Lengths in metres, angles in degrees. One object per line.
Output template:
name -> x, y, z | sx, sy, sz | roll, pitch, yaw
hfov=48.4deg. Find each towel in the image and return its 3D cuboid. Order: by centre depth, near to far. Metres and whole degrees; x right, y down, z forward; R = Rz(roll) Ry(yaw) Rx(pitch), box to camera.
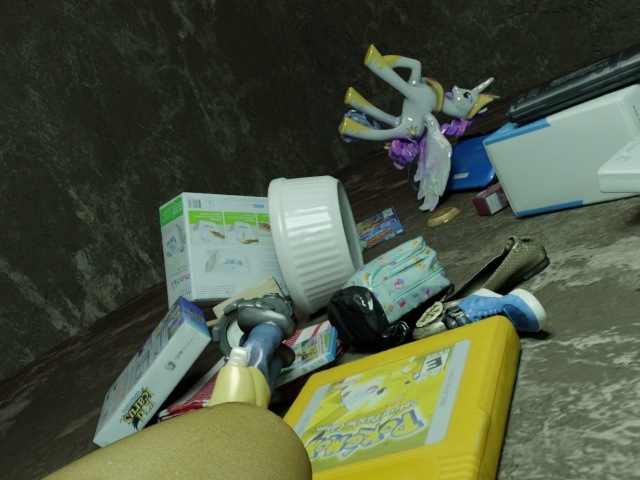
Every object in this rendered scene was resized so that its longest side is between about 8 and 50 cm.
towel -> -0.098, 0.208, 1.180 | 0.329, 0.037, 0.237 | -22, 10, 33

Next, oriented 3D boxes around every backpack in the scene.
backpack -> 0.110, 0.076, 1.066 | 0.182, 0.115, 0.152 | -29, 7, -26

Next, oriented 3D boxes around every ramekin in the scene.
ramekin -> 0.000, 0.000, 1.369 | 0.127, 0.272, 0.273 | -13, 12, 9

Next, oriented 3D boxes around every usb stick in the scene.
usb stick -> 0.427, -0.251, 1.131 | 0.278, 0.045, 0.077 | -18, 23, 43

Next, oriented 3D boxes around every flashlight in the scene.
flashlight -> -0.093, 0.131, 1.144 | 0.103, 0.103, 0.304 | -64, -5, 3

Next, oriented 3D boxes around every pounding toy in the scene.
pounding toy -> -0.144, 0.163, 1.405 | 0.181, 0.094, 0.206 | -30, -9, -4

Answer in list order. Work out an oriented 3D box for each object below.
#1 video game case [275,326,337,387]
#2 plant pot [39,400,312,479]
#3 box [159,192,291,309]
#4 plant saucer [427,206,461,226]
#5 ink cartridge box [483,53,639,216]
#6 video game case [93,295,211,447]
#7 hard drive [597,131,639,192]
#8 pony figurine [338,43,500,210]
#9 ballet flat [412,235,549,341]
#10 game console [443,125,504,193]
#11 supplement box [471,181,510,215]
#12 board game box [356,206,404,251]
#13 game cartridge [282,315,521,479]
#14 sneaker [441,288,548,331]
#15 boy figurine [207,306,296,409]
video game case -> -0.053, 0.181, 1.022 | 0.166, 0.015, 0.119 | -27, 7, 8
plant pot -> -0.102, 0.230, 0.508 | 0.237, 0.237, 0.254 | -23, 7, 26
box -> -0.196, 0.026, 1.548 | 0.262, 0.231, 0.127 | 0, -14, -38
plant saucer -> 0.275, -0.056, 1.599 | 0.083, 0.015, 0.083 | -27, 9, 5
ink cartridge box -> 0.533, -0.219, 1.273 | 0.395, 0.166, 0.285 | -35, 13, -32
video game case -> -0.298, 0.231, 1.276 | 0.244, 0.061, 0.269 | -54, 13, -3
hard drive -> 0.546, -0.118, 0.907 | 0.203, 0.040, 0.308 | -35, 24, -33
pony figurine -> 0.236, -0.288, 1.794 | 0.303, 0.364, 0.351 | -106, 35, -67
ballet flat -> 0.220, 0.062, 0.993 | 0.250, 0.058, 0.084 | -32, 9, -21
game console -> 0.460, -0.196, 1.791 | 0.250, 0.173, 0.293 | -61, 15, -8
supplement box -> 0.359, -0.088, 1.445 | 0.083, 0.043, 0.055 | -29, 10, -13
board game box -> 0.134, -0.026, 1.772 | 0.136, 0.035, 0.201 | -27, 10, 8
game cartridge -> 0.052, 0.204, 0.733 | 0.285, 0.052, 0.324 | -23, 10, 27
sneaker -> 0.201, 0.098, 0.856 | 0.085, 0.058, 0.152 | -30, 10, -14
boy figurine -> -0.105, 0.216, 0.845 | 0.092, 0.177, 0.285 | 12, 42, 12
